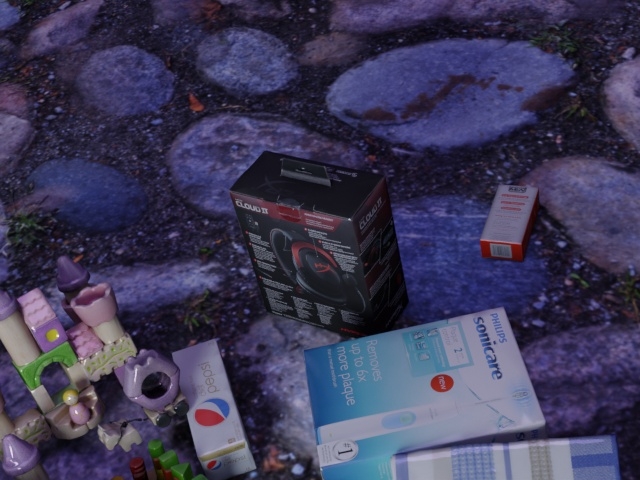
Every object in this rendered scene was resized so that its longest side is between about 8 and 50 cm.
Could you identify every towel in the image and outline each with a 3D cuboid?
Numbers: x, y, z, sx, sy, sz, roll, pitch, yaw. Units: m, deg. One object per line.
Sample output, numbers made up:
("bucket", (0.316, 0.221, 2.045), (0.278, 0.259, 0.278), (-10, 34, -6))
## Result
("towel", (0.229, 0.349, 1.295), (0.284, 0.034, 0.209), (-8, 77, 8))

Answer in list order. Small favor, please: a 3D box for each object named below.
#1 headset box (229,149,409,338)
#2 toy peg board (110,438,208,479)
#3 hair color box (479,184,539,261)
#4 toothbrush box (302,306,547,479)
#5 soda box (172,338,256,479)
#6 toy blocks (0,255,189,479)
("headset box", (0.000, 0.000, 1.632), (0.218, 0.293, 0.110), (14, 48, 29))
("toy peg board", (-0.228, 0.351, 1.436), (0.160, 0.079, 0.161), (-30, 37, -31))
("hair color box", (0.314, -0.030, 1.769), (0.071, 0.043, 0.141), (6, 46, 22))
("toothbrush box", (0.139, 0.234, 1.458), (0.295, 0.126, 0.216), (-11, 41, 1))
("soda box", (-0.158, 0.247, 1.570), (0.073, 0.069, 0.216), (-19, 41, -5))
("toy blocks", (-0.403, 0.159, 1.545), (0.288, 0.260, 0.309), (-31, 29, -20))
